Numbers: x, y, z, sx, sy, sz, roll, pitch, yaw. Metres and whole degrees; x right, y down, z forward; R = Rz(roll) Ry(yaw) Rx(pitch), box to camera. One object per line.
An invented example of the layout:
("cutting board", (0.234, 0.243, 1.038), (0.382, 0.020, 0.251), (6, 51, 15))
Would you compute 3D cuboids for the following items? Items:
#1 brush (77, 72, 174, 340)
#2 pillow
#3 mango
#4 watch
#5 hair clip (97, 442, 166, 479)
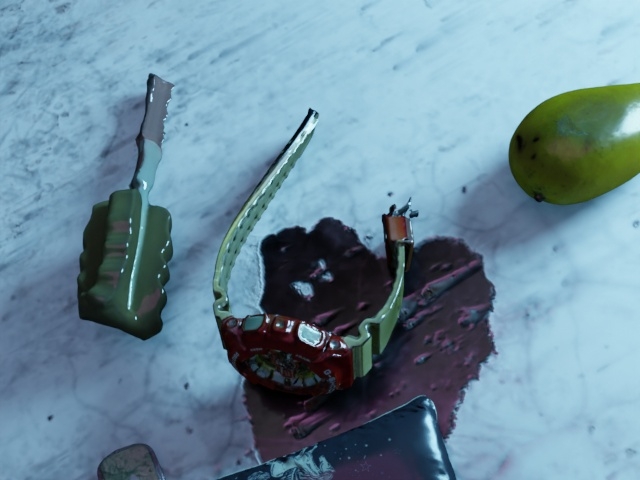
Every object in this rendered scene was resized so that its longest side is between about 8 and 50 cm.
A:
("brush", (-0.175, -0.045, 0.968), (0.071, 0.084, 0.300), (-28, 45, 35))
("pillow", (0.011, 0.218, 0.790), (0.208, 0.055, 0.141), (-20, 66, 2))
("mango", (0.243, -0.092, 0.893), (0.161, 0.076, 0.103), (-27, 53, -12))
("watch", (0.003, 0.007, 0.893), (0.165, 0.102, 0.268), (19, 59, 14))
("hair clip", (-0.145, 0.235, 0.836), (0.054, 0.022, 0.137), (-25, 60, -2))
